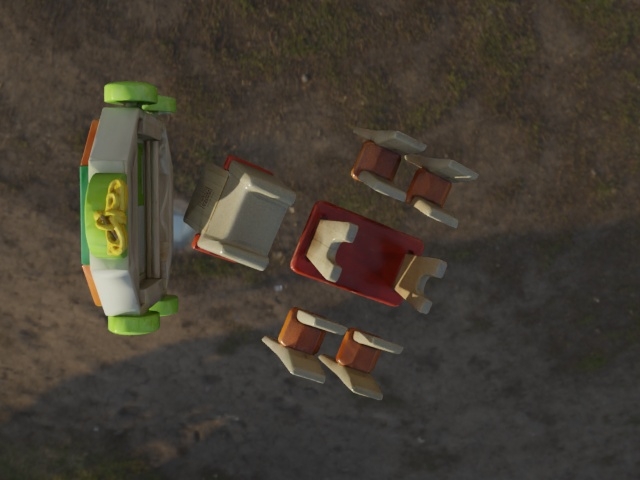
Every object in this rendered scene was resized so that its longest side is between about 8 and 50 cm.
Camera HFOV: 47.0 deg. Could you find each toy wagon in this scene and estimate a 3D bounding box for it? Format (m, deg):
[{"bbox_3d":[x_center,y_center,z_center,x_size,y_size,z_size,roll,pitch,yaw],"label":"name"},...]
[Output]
[{"bbox_3d":[-0.208,-0.035,0.808,0.068,0.344,0.268,0,94,-1],"label":"toy wagon"}]

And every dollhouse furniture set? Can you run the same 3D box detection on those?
[{"bbox_3d":[0.000,0.000,0.782,0.259,0.135,0.262,22,93,-28],"label":"dollhouse furniture set"}]
